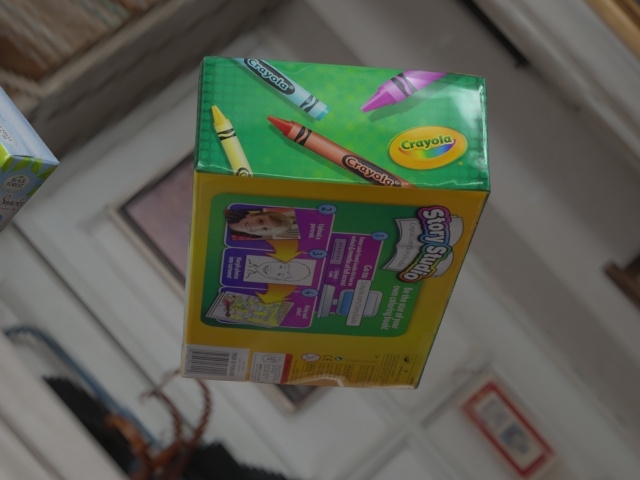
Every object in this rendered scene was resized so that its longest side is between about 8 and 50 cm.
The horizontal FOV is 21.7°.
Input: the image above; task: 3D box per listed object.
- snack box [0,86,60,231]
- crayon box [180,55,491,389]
[{"bbox_3d":[-0.327,-0.051,1.288,0.207,0.174,0.070,-47,-21,16],"label":"snack box"},{"bbox_3d":[0.000,0.000,1.041,0.278,0.165,0.081,102,170,-60],"label":"crayon box"}]
